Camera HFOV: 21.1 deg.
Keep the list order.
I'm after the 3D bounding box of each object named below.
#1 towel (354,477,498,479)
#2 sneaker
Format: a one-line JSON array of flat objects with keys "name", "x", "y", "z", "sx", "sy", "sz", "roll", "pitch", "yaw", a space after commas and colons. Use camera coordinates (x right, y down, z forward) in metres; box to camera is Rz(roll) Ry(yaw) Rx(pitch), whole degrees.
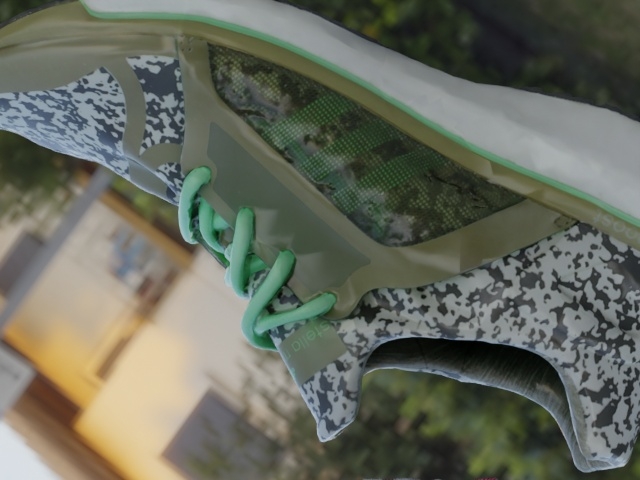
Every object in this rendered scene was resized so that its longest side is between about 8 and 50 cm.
[{"name": "towel", "x": -0.023, "y": 0.144, "z": 0.697, "sx": 0.144, "sy": 0.197, "sz": 0.029, "roll": 91, "pitch": 177, "yaw": -51}, {"name": "sneaker", "x": 0.000, "y": 0.000, "z": 0.842, "sx": 0.410, "sy": 0.182, "sz": 0.158, "roll": 16, "pitch": 162, "yaw": 8}]
